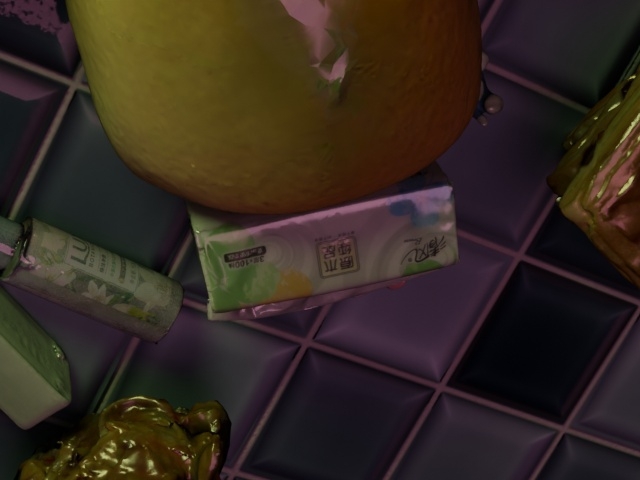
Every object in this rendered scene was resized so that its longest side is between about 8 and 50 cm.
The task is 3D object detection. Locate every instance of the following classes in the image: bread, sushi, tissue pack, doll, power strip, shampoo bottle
[{"bbox_3d":[-0.034,-0.214,1.313,0.348,0.253,0.376,-11,118,-7],"label":"bread"},{"bbox_3d":[-0.189,0.245,1.540,0.213,0.200,0.204,3,112,-18],"label":"sushi"},{"bbox_3d":[0.382,-0.097,1.550,0.277,0.167,0.324,39,92,-29],"label":"bread"},{"bbox_3d":[0.000,0.000,1.465,0.229,0.159,0.145,-12,114,-5],"label":"tissue pack"},{"bbox_3d":[0.126,-0.134,1.513,0.083,0.076,0.050,-11,154,-19],"label":"doll"},{"bbox_3d":[-0.360,0.020,1.428,0.062,0.091,0.385,-34,121,9],"label":"power strip"},{"bbox_3d":[-0.231,0.029,1.487,0.214,0.072,0.072,25,107,-27],"label":"shampoo bottle"}]

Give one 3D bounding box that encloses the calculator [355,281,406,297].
[{"bbox_3d":[0.023,0.002,1.576,0.166,0.024,0.103,25,107,-24],"label":"calculator"}]
